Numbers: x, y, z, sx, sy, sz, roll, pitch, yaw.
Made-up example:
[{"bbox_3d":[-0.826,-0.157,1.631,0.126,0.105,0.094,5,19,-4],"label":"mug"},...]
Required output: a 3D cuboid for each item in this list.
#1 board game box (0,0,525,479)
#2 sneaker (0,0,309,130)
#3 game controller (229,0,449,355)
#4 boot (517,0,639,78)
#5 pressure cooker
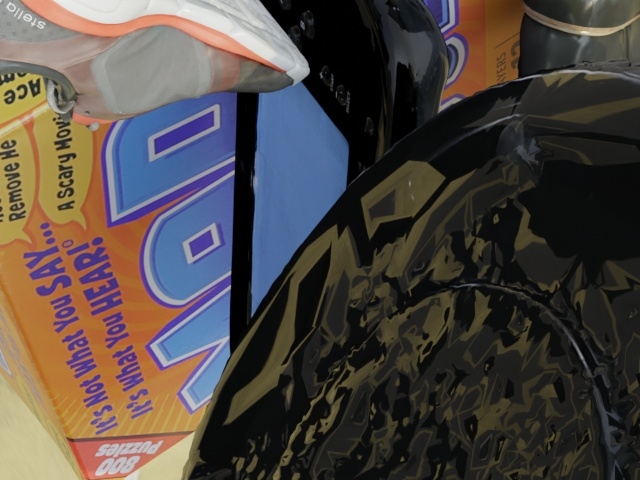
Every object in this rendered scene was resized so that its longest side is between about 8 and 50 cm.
[{"bbox_3d":[-0.113,-0.143,1.097,0.356,0.356,0.356,-33,60,-15],"label":"board game box"},{"bbox_3d":[-0.069,-0.071,0.650,0.065,0.158,0.061,-49,58,21],"label":"sneaker"},{"bbox_3d":[0.000,0.000,0.851,0.067,0.319,0.166,-7,37,-13],"label":"game controller"},{"bbox_3d":[0.157,-0.096,1.045,0.077,0.198,0.137,32,118,31],"label":"boot"},{"bbox_3d":[0.188,0.163,0.671,0.420,0.375,0.370,23,55,-29],"label":"pressure cooker"}]
